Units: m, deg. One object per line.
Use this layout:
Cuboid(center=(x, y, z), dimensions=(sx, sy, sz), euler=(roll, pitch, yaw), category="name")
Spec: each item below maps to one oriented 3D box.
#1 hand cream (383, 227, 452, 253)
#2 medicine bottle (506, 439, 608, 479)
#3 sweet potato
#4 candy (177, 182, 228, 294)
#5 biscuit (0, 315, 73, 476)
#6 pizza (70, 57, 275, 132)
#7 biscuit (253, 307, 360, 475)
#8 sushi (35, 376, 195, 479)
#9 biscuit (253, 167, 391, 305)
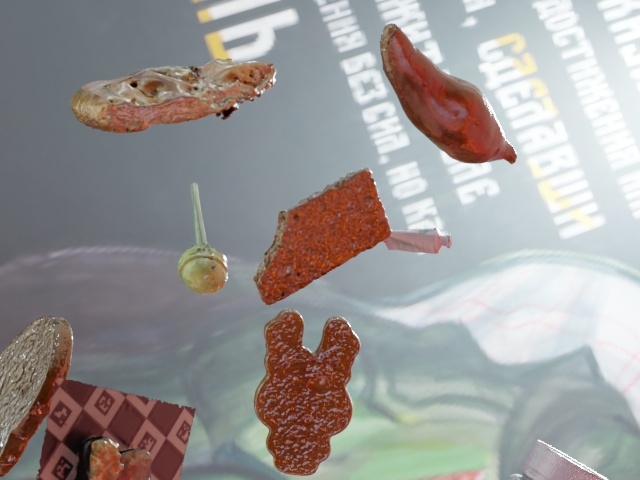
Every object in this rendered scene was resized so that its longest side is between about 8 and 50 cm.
Cuboid(center=(0.198, -0.001, 2.275), dimensions=(0.084, 0.142, 0.053), euler=(58, 38, -57), category="hand cream")
Cuboid(center=(0.308, 0.413, 1.587), dimensions=(0.139, 0.225, 0.139), euler=(30, -1, 1), category="medicine bottle")
Cuboid(center=(0.196, -0.190, 1.657), dimensions=(0.359, 0.112, 0.112), euler=(30, 20, -43), category="sweet potato")
Cuboid(center=(-0.233, -0.018, 2.147), dimensions=(0.336, 0.093, 0.092), euler=(-103, -179, -52), category="candy")
Cuboid(center=(-0.599, 0.322, 2.190), dimensions=(0.063, 0.367, 0.314), euler=(29, 33, -32), category="biscuit")
Cuboid(center=(-0.192, -0.206, 1.539), dimensions=(0.189, 0.296, 0.071), euler=(-142, -136, -67), category="pizza")
Cuboid(center=(-0.029, 0.273, 1.985), dimensions=(0.044, 0.186, 0.295), euler=(-99, -160, -85), category="biscuit")
Cuboid(center=(-0.292, 0.367, 1.645), dimensions=(0.059, 0.294, 0.292), euler=(4, -100, 39), category="sushi")
Cuboid(center=(-0.008, -0.007, 1.696), dimensions=(0.026, 0.236, 0.131), euler=(40, -24, 59), category="biscuit")
